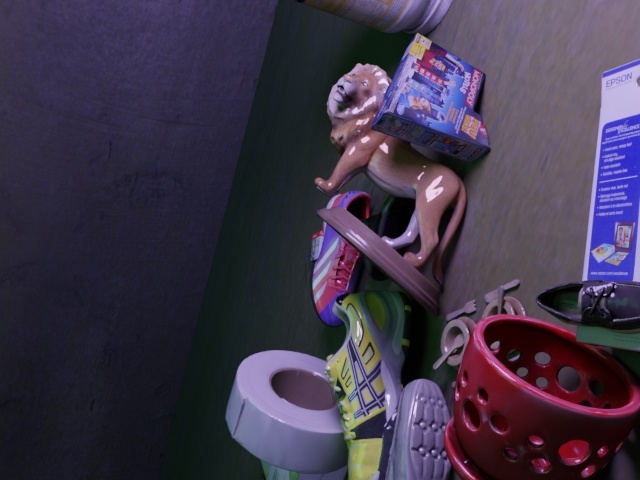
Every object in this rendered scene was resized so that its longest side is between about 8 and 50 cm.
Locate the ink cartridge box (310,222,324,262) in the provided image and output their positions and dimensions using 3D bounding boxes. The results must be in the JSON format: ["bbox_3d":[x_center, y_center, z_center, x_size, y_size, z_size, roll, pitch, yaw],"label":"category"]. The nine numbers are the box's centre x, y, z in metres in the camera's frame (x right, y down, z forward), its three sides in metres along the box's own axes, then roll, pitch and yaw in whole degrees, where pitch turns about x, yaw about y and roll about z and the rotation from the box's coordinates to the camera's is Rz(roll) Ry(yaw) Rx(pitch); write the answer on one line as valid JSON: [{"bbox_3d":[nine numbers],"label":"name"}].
[{"bbox_3d":[0.000,0.000,1.632,0.063,0.029,0.115,155,123,-65],"label":"ink cartridge box"}]

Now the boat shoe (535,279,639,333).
[{"bbox_3d":[0.297,0.070,0.650,0.152,0.049,0.056,157,121,-65],"label":"boat shoe"}]

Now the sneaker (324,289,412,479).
[{"bbox_3d":[0.075,0.277,1.101,0.145,0.147,0.385,99,178,-68],"label":"sneaker"}]

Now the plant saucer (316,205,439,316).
[{"bbox_3d":[0.107,0.029,1.062,0.041,0.278,0.278,-48,24,0],"label":"plant saucer"}]

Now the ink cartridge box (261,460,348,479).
[{"bbox_3d":[-0.059,0.460,1.426,0.353,0.119,0.207,-125,49,-60],"label":"ink cartridge box"}]

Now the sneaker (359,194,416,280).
[{"bbox_3d":[0.133,-0.043,1.238,0.130,0.087,0.227,-120,40,-51],"label":"sneaker"}]

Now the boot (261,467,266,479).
[{"bbox_3d":[-0.150,0.630,1.684,0.118,0.042,0.087,-166,85,-69],"label":"boot"}]

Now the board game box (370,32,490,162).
[{"bbox_3d":[0.210,-0.230,1.048,0.060,0.194,0.194,-43,21,61],"label":"board game box"}]

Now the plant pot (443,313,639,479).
[{"bbox_3d":[0.241,0.205,0.703,0.191,0.191,0.174,-120,42,-59],"label":"plant pot"}]

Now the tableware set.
[{"bbox_3d":[0.241,0.144,0.937,0.194,0.039,0.128,135,141,-55],"label":"tableware set"}]

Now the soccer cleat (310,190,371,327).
[{"bbox_3d":[0.053,0.038,1.383,0.116,0.108,0.318,-17,62,62],"label":"soccer cleat"}]

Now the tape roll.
[{"bbox_3d":[-0.046,0.339,1.229,0.286,0.286,0.100,-126,50,-62],"label":"tape roll"}]

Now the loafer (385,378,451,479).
[{"bbox_3d":[0.141,0.381,0.952,0.111,0.112,0.319,-24,52,51],"label":"loafer"}]

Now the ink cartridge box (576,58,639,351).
[{"bbox_3d":[0.375,-0.042,0.658,0.165,0.065,0.333,175,103,-69],"label":"ink cartridge box"}]

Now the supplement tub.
[{"bbox_3d":[0.099,-0.576,1.252,0.241,0.331,0.241,-168,90,-69],"label":"supplement tub"}]

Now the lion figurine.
[{"bbox_3d":[0.142,-0.128,1.099,0.240,0.392,0.142,-48,-9,1],"label":"lion figurine"}]
